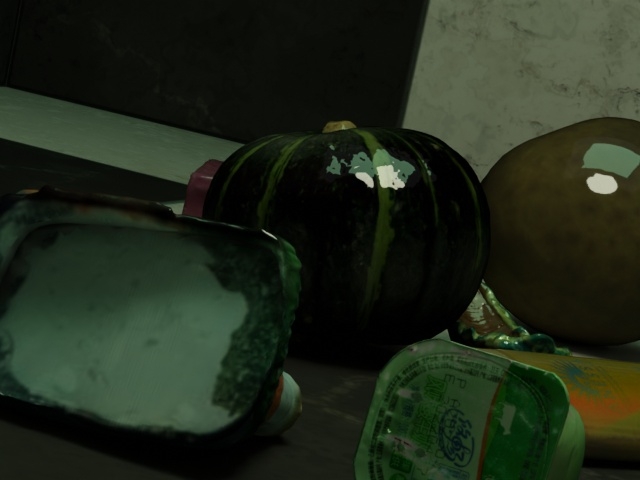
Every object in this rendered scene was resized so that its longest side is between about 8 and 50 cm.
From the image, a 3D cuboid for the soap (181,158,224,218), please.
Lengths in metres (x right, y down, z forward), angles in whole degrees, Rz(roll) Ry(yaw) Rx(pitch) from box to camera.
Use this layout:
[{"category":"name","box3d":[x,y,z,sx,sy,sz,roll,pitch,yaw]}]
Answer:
[{"category":"soap","box3d":[0.000,0.000,2.259,0.359,0.128,0.233,14,7,0]}]

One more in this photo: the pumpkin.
[{"category":"pumpkin","box3d":[0.027,-0.009,1.906,0.323,0.241,0.323,5,7,-1]}]

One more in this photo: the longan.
[{"category":"longan","box3d":[0.352,-0.011,2.246,0.319,0.319,0.319,12,8,-2]}]

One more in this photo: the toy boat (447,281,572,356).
[{"category":"toy boat","box3d":[0.192,0.098,1.963,0.108,0.099,0.293,9,15,-17]}]

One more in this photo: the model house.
[{"category":"model house","box3d":[-0.121,0.078,1.453,0.253,0.184,0.291,8,-7,15]}]

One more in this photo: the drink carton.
[{"category":"drink carton","box3d":[0.121,0.155,1.296,0.144,0.146,0.142,16,0,25]}]

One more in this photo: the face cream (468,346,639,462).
[{"category":"face cream","box3d":[0.235,0.156,1.647,0.285,0.067,0.139,7,28,-31]}]
